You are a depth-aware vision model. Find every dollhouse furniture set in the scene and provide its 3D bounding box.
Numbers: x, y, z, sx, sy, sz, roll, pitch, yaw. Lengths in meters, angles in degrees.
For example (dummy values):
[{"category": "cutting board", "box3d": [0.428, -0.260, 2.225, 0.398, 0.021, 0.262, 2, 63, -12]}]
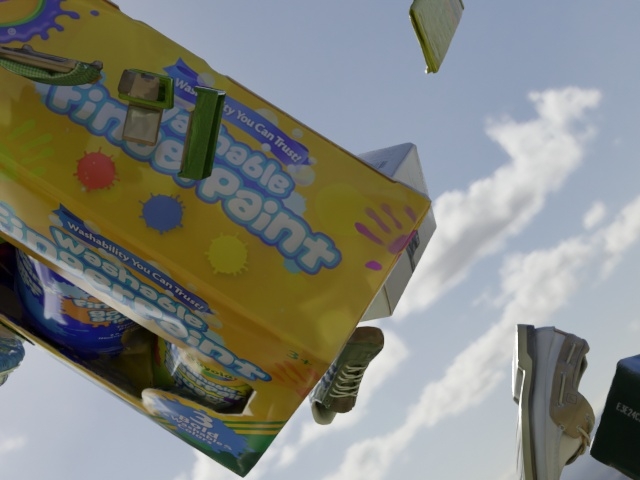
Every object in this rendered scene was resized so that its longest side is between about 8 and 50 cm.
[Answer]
[{"category": "dollhouse furniture set", "box3d": [-0.140, -0.084, 0.849, 0.076, 0.152, 0.058, -57, -20, -82]}]

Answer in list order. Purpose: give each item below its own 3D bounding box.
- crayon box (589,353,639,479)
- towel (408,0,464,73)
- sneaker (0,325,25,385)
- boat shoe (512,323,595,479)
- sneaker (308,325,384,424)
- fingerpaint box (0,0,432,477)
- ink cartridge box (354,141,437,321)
[{"category": "crayon box", "box3d": [0.379, 0.140, 0.989, 0.323, 0.203, 0.083, -8, -62, -47]}, {"category": "towel", "box3d": [0.162, -0.327, 1.863, 0.021, 0.102, 0.237, -14, 27, 24]}, {"category": "sneaker", "box3d": [-0.383, 0.147, 1.410, 0.296, 0.112, 0.131, -85, 21, -84]}, {"category": "boat shoe", "box3d": [0.307, 0.235, 1.716, 0.103, 0.302, 0.113, 2, -39, 4]}, {"category": "sneaker", "box3d": [0.034, 0.185, 1.734, 0.064, 0.086, 0.192, 9, -28, -21]}, {"category": "fingerpaint box", "box3d": [-0.181, -0.019, 1.073, 0.163, 0.445, 0.371, -57, -1, -26]}, {"category": "ink cartridge box", "box3d": [0.000, 0.000, 1.603, 0.223, 0.129, 0.307, -12, 16, 18]}]
